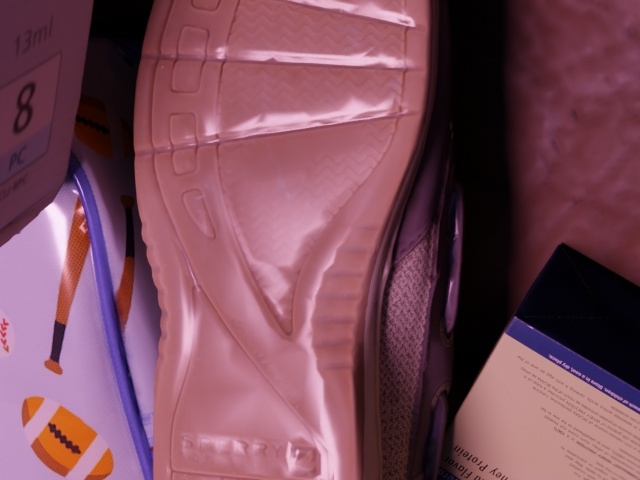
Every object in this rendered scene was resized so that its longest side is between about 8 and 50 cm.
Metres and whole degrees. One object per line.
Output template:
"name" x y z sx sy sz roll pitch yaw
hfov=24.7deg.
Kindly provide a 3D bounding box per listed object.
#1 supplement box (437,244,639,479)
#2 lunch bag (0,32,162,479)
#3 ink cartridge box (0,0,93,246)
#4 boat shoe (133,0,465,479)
"supplement box" 0.096 0.064 0.526 0.083 0.056 0.083 31 126 9
"lunch bag" -0.165 0.026 0.604 0.303 0.115 0.243 1 112 26
"ink cartridge box" -0.195 -0.208 0.386 0.308 0.091 0.385 24 125 14
"boat shoe" 0.000 0.000 0.505 0.103 0.092 0.285 3 95 23
